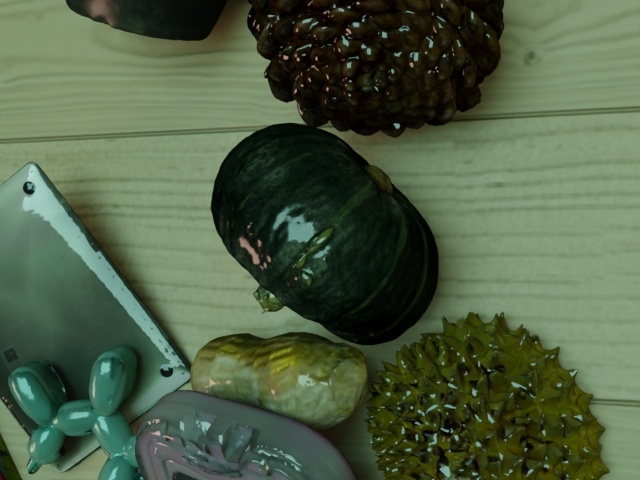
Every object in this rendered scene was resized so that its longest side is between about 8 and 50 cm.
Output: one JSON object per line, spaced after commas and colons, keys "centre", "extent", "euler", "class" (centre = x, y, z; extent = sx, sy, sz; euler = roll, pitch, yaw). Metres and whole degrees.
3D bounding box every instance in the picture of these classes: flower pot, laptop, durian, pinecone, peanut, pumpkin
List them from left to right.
{"centre": [-0.273, 0.080, 1.005], "extent": [0.188, 0.015, 0.269], "euler": [-37, 90, 13], "class": "laptop"}
{"centre": [-0.161, -0.278, 0.959], "extent": [0.235, 0.235, 0.148], "euler": [25, 113, 22], "class": "flower pot"}
{"centre": [-0.040, 0.124, 0.883], "extent": [0.207, 0.087, 0.087], "euler": [-6, 80, 48], "class": "peanut"}
{"centre": [0.001, -0.001, 0.844], "extent": [0.211, 0.211, 0.152], "euler": [45, 109, 20], "class": "pumpkin"}
{"centre": [0.052, -0.198, 0.858], "extent": [0.221, 0.221, 0.221], "euler": [-3, 82, 21], "class": "pinecone"}
{"centre": [0.129, 0.173, 0.818], "extent": [0.183, 0.138, 0.249], "euler": [-23, 69, 26], "class": "durian"}

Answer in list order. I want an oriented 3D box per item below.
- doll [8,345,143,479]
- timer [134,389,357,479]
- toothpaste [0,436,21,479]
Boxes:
{"centre": [-0.213, 0.183, 0.970], "extent": [0.159, 0.059, 0.158], "euler": [-5, 96, 8], "class": "doll"}
{"centre": [-0.061, 0.222, 0.862], "extent": [0.208, 0.069, 0.190], "euler": [10, 129, 31], "class": "timer"}
{"centre": [-0.364, 0.200, 1.051], "extent": [0.070, 0.044, 0.193], "euler": [-37, 72, 14], "class": "toothpaste"}
